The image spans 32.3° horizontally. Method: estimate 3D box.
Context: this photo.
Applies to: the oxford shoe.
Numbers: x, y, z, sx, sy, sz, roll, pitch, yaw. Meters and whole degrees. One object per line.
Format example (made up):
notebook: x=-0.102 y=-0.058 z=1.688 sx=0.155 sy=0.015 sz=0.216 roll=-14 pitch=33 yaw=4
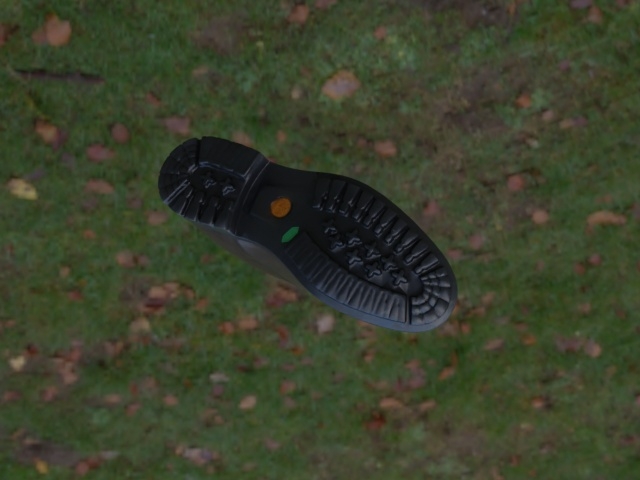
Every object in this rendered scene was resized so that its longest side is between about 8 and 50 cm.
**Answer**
oxford shoe: x=0.000 y=0.000 z=0.772 sx=0.227 sy=0.083 sz=0.096 roll=30 pitch=170 yaw=25
